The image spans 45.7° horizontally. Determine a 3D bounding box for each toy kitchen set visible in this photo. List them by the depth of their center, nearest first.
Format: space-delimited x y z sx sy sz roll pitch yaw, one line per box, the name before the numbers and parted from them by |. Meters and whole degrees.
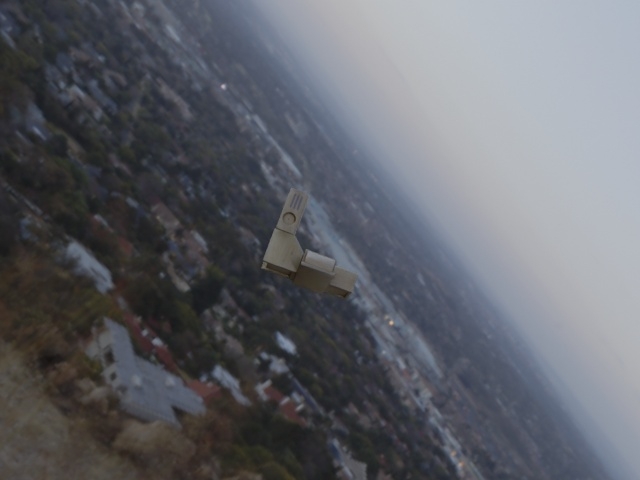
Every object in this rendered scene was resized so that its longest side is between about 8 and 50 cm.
toy kitchen set | 0.000 0.000 0.671 0.083 0.075 0.068 20 -18 -2
